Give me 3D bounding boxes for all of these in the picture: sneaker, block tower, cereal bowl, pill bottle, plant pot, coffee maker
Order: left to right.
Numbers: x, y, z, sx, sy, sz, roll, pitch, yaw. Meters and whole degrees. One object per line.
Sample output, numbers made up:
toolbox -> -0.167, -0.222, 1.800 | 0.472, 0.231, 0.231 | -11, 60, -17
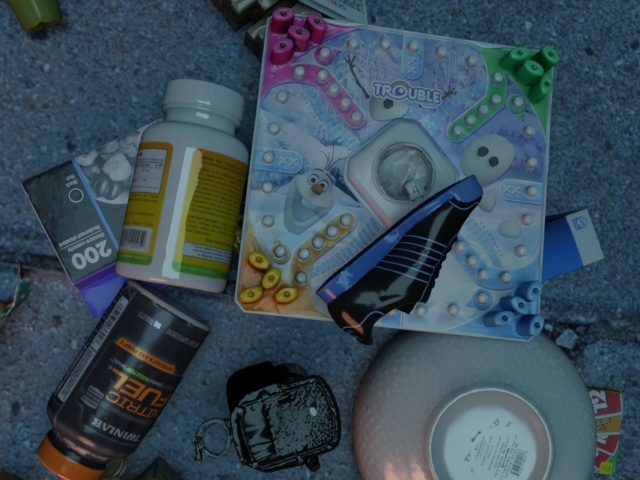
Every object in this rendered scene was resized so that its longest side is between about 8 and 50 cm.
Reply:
plant pot -> -0.377, -0.319, 0.922 | 0.083, 0.083, 0.079 | -23, 105, -10
pill bottle -> -0.256, 0.183, 0.897 | 0.130, 0.130, 0.246 | 32, 84, -8
pill bottle -> -0.164, -0.066, 0.874 | 0.136, 0.136, 0.246 | 11, 85, -9
coffee maker -> -0.075, 0.217, 0.902 | 0.171, 0.178, 0.120 | 9, 85, -12
block tower -> -0.069, -0.308, 0.964 | 0.091, 0.097, 0.335 | -40, 97, -9
sneaker -> 0.108, 0.022, 0.813 | 0.232, 0.081, 0.090 | -39, 91, -3
cereal bowl -> 0.211, 0.262, 0.944 | 0.338, 0.141, 0.339 | 0, 86, 1

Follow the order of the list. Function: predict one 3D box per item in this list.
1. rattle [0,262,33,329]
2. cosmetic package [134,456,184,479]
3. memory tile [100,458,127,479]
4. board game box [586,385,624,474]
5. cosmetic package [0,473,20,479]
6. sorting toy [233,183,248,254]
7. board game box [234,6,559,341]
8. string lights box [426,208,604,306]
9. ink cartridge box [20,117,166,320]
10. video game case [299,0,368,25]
rattle -> -0.414, 0.148, 0.903 | 0.143, 0.130, 0.200 | 51, 54, -16
cosmetic package -> -0.161, 0.455, 0.916 | 0.309, 0.113, 0.160 | 45, 82, -5
memory tile -> -0.288, 0.343, 0.873 | 0.113, 0.148, 0.012 | -35, 117, 10
board game box -> 0.320, 0.269, 1.045 | 0.259, 0.039, 0.124 | 9, 87, -7
cosmetic package -> -0.383, 0.333, 0.876 | 0.115, 0.060, 0.041 | 18, 82, 32
sorting toy -> 0.000, 0.000, 0.989 | 0.274, 0.046, 0.132 | 15, 86, -10
board game box -> 0.106, -0.085, 0.889 | 0.389, 0.050, 0.390 | 7, 82, -6
string lights box -> 0.240, 0.038, 0.985 | 0.259, 0.133, 0.077 | -19, 89, -10
ink cartridge box -> -0.258, -0.028, 0.946 | 0.206, 0.045, 0.208 | -27, 94, -11
video game case -> 0.000, -0.372, 0.955 | 0.143, 0.019, 0.157 | 15, 58, -34
